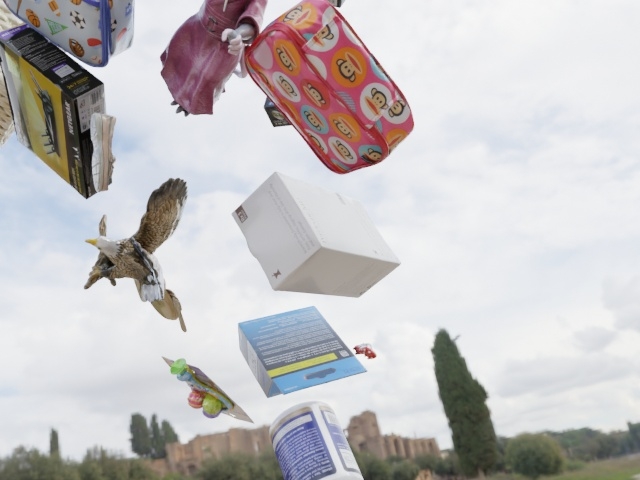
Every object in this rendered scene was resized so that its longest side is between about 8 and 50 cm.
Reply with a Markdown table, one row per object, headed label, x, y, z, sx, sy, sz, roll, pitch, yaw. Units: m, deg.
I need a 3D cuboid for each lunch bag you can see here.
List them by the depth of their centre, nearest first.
| label | x | y | z | sx | sy | sz | roll | pitch | yaw |
| --- | --- | --- | --- | --- | --- | --- | --- | --- | --- |
| lunch bag | 0.004 | -0.256 | 1.177 | 0.120 | 0.293 | 0.258 | -46 | 15 | -19 |
| lunch bag | -0.494 | -0.489 | 1.280 | 0.303 | 0.115 | 0.243 | 33 | -34 | 8 |

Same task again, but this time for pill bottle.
| label | x | y | z | sx | sy | sz | roll | pitch | yaw |
| --- | --- | --- | --- | --- | --- | --- | --- | --- | --- |
| pill bottle | 0.000 | 0.482 | 1.409 | 0.153 | 0.264 | 0.153 | -14 | -45 | -14 |

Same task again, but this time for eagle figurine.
| label | x | y | z | sx | sy | sz | roll | pitch | yaw |
| --- | --- | --- | --- | --- | --- | --- | --- | --- | --- |
| eagle figurine | -0.384 | 0.021 | 1.433 | 0.298 | 0.226 | 0.225 | -18 | 5 | 33 |

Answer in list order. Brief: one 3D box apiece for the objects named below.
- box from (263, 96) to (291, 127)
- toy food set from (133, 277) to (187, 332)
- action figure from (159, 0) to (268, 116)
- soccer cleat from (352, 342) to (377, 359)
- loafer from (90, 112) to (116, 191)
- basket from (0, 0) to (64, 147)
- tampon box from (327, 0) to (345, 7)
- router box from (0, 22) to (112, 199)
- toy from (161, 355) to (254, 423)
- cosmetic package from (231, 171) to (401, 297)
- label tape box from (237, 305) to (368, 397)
| label | x | y | z | sx | sy | sz | roll | pitch | yaw |
| --- | --- | --- | --- | --- | --- | --- | --- | --- | --- |
| box | -0.039 | -0.378 | 1.754 | 0.180 | 0.147 | 0.077 | -1 | -35 | 21 |
| toy food set | -0.389 | 0.141 | 1.685 | 0.038 | 0.192 | 0.132 | -38 | -38 | -33 |
| action figure | -0.169 | -0.403 | 1.268 | 0.276 | 0.248 | 0.370 | -25 | -17 | -45 |
| soccer cleat | 0.103 | 0.237 | 1.472 | 0.036 | 0.029 | 0.083 | -27 | 11 | -25 |
| loafer | -0.338 | -0.139 | 1.071 | 0.039 | 0.125 | 0.045 | -3 | 0 | -35 |
| basket | -0.854 | -0.471 | 1.721 | 0.331 | 0.328 | 0.266 | 37 | -43 | -24 |
| tampon box | 0.024 | -0.650 | 1.610 | 0.120 | 0.161 | 0.101 | 19 | -37 | 12 |
| router box | -0.565 | -0.270 | 1.454 | 0.081 | 0.243 | 0.309 | -42 | -19 | -34 |
| toy | -0.268 | 0.360 | 1.549 | 0.137 | 0.056 | 0.237 | 5 | -42 | 40 |
| cosmetic package | 0.000 | 0.000 | 1.549 | 0.156 | 0.217 | 0.385 | -40 | -23 | 19 |
| label tape box | -0.056 | 0.322 | 1.820 | 0.241 | 0.333 | 0.106 | -11 | -59 | -22 |
